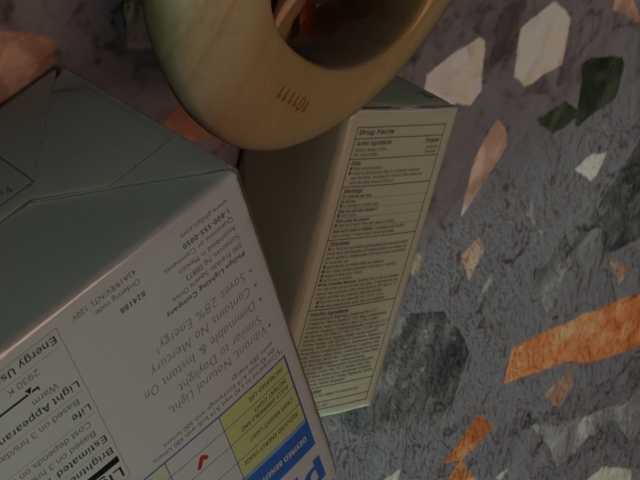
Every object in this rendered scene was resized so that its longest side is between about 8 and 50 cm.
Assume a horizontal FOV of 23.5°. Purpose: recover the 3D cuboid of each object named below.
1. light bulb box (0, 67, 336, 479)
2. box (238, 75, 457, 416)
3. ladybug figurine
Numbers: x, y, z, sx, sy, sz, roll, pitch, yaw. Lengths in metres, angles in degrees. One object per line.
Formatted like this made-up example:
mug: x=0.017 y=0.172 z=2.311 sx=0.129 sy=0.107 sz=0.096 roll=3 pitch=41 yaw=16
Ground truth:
light bulb box: x=-0.215 y=0.131 z=1.192 sx=0.358 sy=0.225 sz=0.361 roll=-39 pitch=138 yaw=-22
box: x=0.000 y=0.000 z=1.408 sx=0.148 sy=0.121 sz=0.311 roll=-4 pitch=117 yaw=-44
ladybug figurine: x=0.005 y=-0.290 z=1.190 sx=0.305 sy=0.162 sz=0.449 roll=25 pitch=96 yaw=-51
